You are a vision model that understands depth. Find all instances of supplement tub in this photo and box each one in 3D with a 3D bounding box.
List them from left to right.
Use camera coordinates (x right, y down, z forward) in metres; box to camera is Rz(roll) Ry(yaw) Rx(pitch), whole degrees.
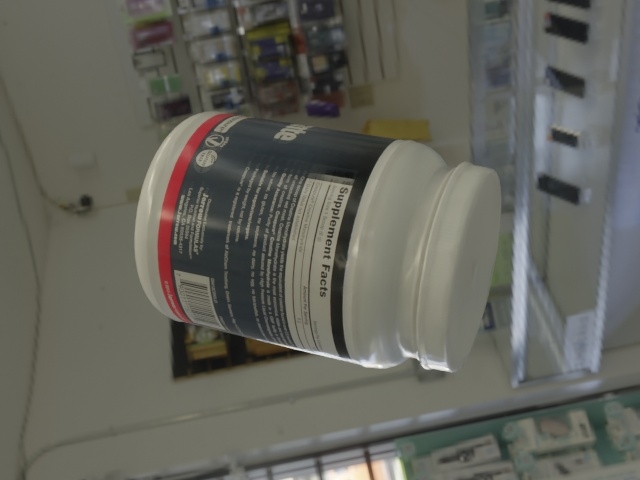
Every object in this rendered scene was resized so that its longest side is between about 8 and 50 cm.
[{"bbox_3d":[0.000,0.000,0.808,0.191,0.272,0.191,11,-90,-70],"label":"supplement tub"}]
